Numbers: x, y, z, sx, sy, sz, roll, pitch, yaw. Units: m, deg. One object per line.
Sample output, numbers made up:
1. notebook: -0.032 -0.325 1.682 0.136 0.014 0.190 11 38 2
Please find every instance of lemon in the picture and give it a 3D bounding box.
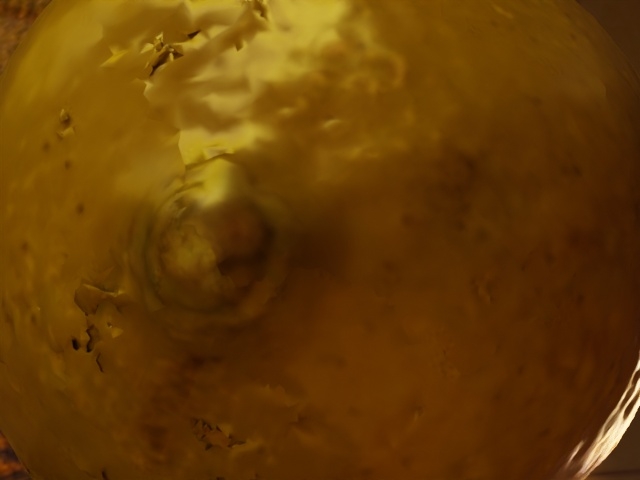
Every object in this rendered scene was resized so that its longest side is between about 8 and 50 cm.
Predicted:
1. lemon: 0.000 0.000 0.456 0.310 0.258 0.258 -25 95 -75
